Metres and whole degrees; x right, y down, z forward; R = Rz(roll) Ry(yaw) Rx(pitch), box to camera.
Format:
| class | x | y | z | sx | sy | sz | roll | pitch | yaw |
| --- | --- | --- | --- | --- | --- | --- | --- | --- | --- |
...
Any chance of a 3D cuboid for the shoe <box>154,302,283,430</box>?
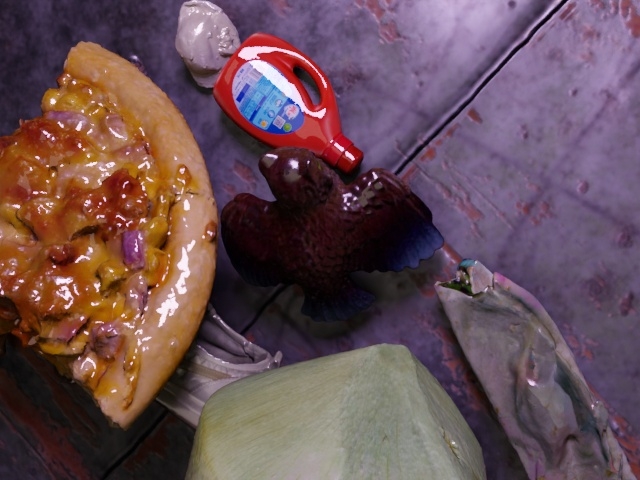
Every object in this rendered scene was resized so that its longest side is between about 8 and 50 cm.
| class | x | y | z | sx | sy | sz | roll | pitch | yaw |
| --- | --- | --- | --- | --- | --- | --- | --- | --- | --- |
| shoe | -0.162 | 0.093 | 0.796 | 0.274 | 0.103 | 0.098 | 33 | 101 | 5 |

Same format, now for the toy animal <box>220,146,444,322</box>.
| class | x | y | z | sx | sy | sz | roll | pitch | yaw |
| --- | --- | --- | --- | --- | --- | --- | --- | --- | --- |
| toy animal | -0.002 | -0.005 | 0.706 | 0.218 | 0.179 | 0.116 | -5 | 66 | 16 |

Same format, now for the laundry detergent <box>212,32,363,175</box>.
| class | x | y | z | sx | sy | sz | roll | pitch | yaw |
| --- | --- | --- | --- | --- | --- | --- | --- | --- | --- |
| laundry detergent | -0.022 | -0.129 | 0.769 | 0.165 | 0.049 | 0.097 | 38 | 99 | 7 |

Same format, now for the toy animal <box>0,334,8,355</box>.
| class | x | y | z | sx | sy | sz | roll | pitch | yaw |
| --- | --- | --- | --- | --- | --- | --- | --- | --- | --- |
| toy animal | -0.487 | 0.078 | 0.898 | 0.229 | 0.066 | 0.224 | -32 | 85 | 10 |

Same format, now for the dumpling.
| class | x | y | z | sx | sy | sz | roll | pitch | yaw |
| --- | --- | --- | --- | --- | --- | --- | --- | --- | --- |
| dumpling | -0.115 | -0.200 | 0.783 | 0.057 | 0.052 | 0.076 | -4 | 82 | 26 |

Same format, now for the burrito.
| class | x | y | z | sx | sy | sz | roll | pitch | yaw |
| --- | --- | --- | --- | --- | --- | --- | --- | --- | --- |
| burrito | 0.210 | 0.153 | 0.716 | 0.096 | 0.066 | 0.309 | -31 | 83 | 17 |

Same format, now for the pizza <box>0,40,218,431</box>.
| class | x | y | z | sx | sy | sz | roll | pitch | yaw |
| --- | --- | --- | --- | --- | --- | --- | --- | --- | --- |
| pizza | -0.233 | -0.017 | 0.742 | 0.277 | 0.114 | 0.409 | -8 | 64 | 5 |

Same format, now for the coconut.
| class | x | y | z | sx | sy | sz | roll | pitch | yaw |
| --- | --- | --- | --- | --- | --- | --- | --- | --- | --- |
| coconut | 0.013 | 0.237 | 0.656 | 0.281 | 0.328 | 0.329 | 21 | 99 | 28 |
